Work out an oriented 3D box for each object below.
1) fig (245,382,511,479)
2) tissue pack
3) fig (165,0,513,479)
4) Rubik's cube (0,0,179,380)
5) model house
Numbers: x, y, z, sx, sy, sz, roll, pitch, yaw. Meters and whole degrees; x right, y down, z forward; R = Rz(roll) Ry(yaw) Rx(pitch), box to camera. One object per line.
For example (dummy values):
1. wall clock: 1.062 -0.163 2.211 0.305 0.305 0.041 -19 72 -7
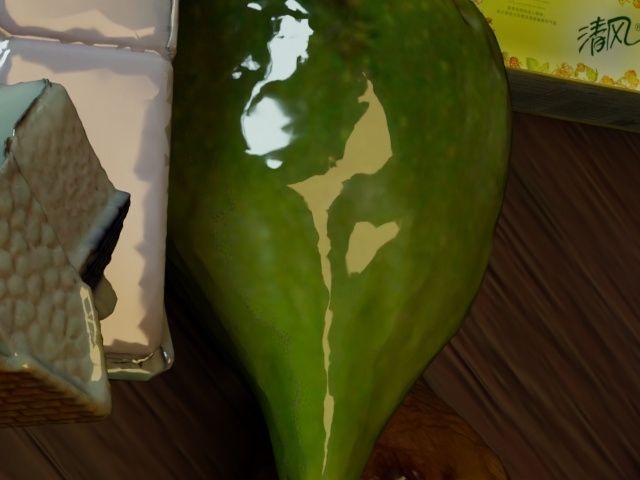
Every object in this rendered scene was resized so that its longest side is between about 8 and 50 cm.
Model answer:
1. fig: 0.023 0.097 0.916 0.146 0.133 0.201 23 52 -47
2. tissue pack: 0.136 -0.105 0.981 0.176 0.095 0.062 9 82 -21
3. fig: 0.000 0.000 0.830 0.206 0.206 0.275 10 57 -21
4. Rubik's cube: -0.200 -0.050 0.766 0.224 0.231 0.221 4 84 -23
5. model house: -0.119 0.011 0.635 0.100 0.087 0.101 62 34 -31
